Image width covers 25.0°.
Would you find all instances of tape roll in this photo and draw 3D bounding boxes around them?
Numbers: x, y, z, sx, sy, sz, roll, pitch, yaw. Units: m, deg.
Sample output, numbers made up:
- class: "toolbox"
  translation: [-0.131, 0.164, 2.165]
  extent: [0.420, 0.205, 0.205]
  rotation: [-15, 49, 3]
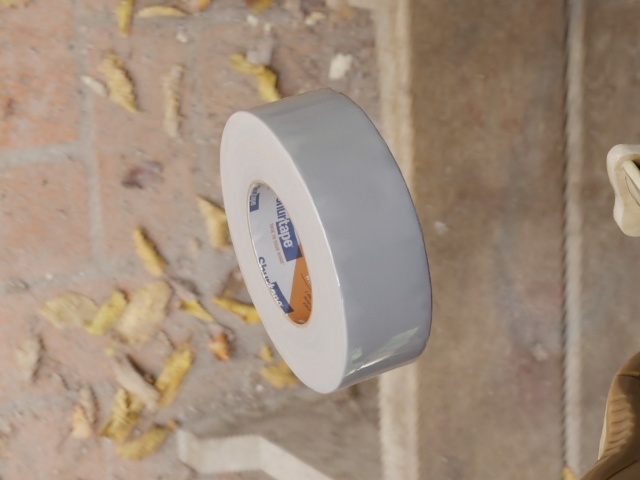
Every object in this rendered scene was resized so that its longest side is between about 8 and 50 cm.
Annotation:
- class: "tape roll"
  translation: [0.000, 0.000, 1.074]
  extent: [0.072, 0.219, 0.219]
  rotation: [-18, 111, -19]

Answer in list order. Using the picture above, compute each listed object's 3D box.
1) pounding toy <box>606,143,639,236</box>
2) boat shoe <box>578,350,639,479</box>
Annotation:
- class: "pounding toy"
  translation: [0.383, -0.034, 1.176]
  extent: [0.269, 0.155, 0.154]
  rotation: [-9, 134, -17]
- class: "boat shoe"
  translation: [0.172, 0.136, 0.617]
  extent: [0.342, 0.123, 0.123]
  rotation: [-33, 129, -60]
